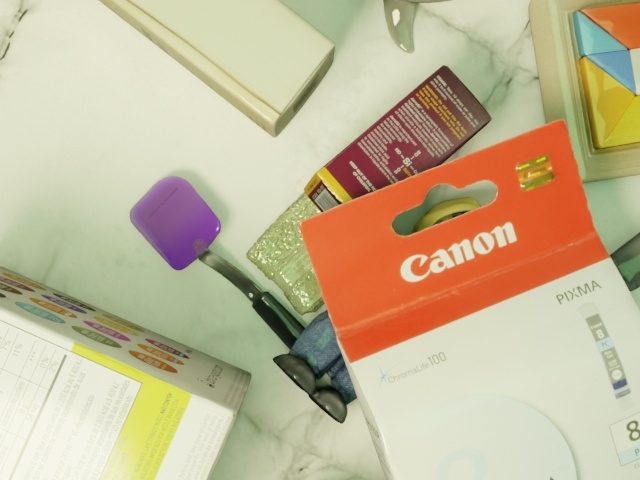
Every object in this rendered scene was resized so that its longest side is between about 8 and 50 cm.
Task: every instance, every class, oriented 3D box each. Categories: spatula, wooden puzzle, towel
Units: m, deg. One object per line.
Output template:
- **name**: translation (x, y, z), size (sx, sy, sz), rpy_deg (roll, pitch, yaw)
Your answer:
- **spatula**: translation (-0.087, 0.049, 1.557), size (0.296, 0.030, 0.084), rpy_deg (44, 107, -4)
- **wooden puzzle**: translation (0.367, -0.186, 1.570), size (0.238, 0.044, 0.221), rpy_deg (-9, 89, -1)
- **towel**: translation (0.000, 0.000, 1.565), size (0.148, 0.027, 0.110), rpy_deg (-43, 89, -2)

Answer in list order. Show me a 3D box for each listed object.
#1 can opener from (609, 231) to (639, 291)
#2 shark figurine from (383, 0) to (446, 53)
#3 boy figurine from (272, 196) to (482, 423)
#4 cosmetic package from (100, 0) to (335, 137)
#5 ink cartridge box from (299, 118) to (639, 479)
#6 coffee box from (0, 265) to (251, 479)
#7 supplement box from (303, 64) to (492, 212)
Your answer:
- **can opener**: translation (0.331, 0.017, 1.548), size (0.280, 0.074, 0.093), rpy_deg (-33, 89, -2)
- **shark figurine**: translation (0.152, -0.309, 1.537), size (0.278, 0.116, 0.166), rpy_deg (-14, 90, 0)
- **boy figurine**: translation (0.086, 0.070, 1.526), size (0.285, 0.092, 0.177), rpy_deg (-44, 100, -8)
- **cosmetic package**: translation (-0.137, -0.251, 1.504), size (0.309, 0.160, 0.113), rpy_deg (37, 88, 1)
- **ink cartridge box**: translation (0.184, 0.108, 1.448), size (0.308, 0.091, 0.385), rpy_deg (-21, 106, -7)
- **coffee box**: translation (-0.291, 0.236, 1.397), size (0.334, 0.337, 0.338), rpy_deg (24, 89, 0)
- **supplement box**: translation (0.082, -0.093, 1.517), size (0.188, 0.104, 0.081), rpy_deg (-41, 90, -12)
